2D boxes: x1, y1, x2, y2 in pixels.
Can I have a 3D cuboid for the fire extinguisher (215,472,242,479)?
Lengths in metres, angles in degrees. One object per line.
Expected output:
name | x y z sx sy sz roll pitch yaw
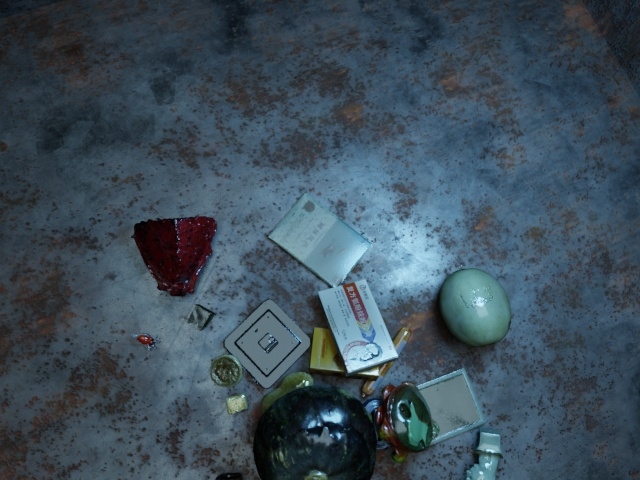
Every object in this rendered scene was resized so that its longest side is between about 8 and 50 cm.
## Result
fire extinguisher | -0.343 1.054 1.637 0.102 0.138 0.343 -5 76 11

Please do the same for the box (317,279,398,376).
box | 0.143 0.341 1.794 0.215 0.069 0.353 -13 61 -14

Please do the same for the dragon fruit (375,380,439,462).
dragon fruit | 0.328 0.687 1.704 0.269 0.130 0.294 21 62 -35

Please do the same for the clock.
clock | -0.217 0.420 1.831 0.273 0.049 0.279 44 79 7

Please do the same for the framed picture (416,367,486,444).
framed picture | 0.497 0.681 1.823 0.297 0.019 0.232 -18 78 -6

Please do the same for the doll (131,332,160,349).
doll | -0.713 0.402 1.817 0.114 0.039 0.057 25 105 -5

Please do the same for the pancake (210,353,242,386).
pancake | -0.380 0.524 1.802 0.140 0.022 0.139 0 90 9

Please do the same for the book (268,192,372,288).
book | 0.000 0.000 1.946 0.379 0.031 0.264 37 79 6

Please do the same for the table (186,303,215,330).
table | -0.492 0.316 1.832 0.083 0.070 0.082 29 81 3

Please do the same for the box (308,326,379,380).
box | 0.098 0.455 1.798 0.275 0.076 0.174 7 54 -1

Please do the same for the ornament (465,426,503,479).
ornament | 0.643 0.873 1.734 0.130 0.120 0.285 18 77 22

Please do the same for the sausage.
sausage | 0.274 0.493 1.836 0.053 0.053 0.347 36 78 5

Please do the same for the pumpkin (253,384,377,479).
pumpkin | -0.015 0.735 1.607 0.455 0.344 0.453 -2 110 -5

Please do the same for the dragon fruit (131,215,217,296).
dragon fruit | -0.597 0.058 1.879 0.286 0.228 0.328 -4 98 28

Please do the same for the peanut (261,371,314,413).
peanut | -0.133 0.605 1.768 0.237 0.110 0.120 -33 85 0

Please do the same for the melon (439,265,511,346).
melon | 0.616 0.259 1.798 0.269 0.268 0.329 -10 70 -5

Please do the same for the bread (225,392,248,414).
bread | -0.334 0.648 1.782 0.083 0.035 0.070 -16 79 -13

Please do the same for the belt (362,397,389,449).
belt | 0.224 0.726 1.765 0.142 0.082 0.190 1 77 -7
